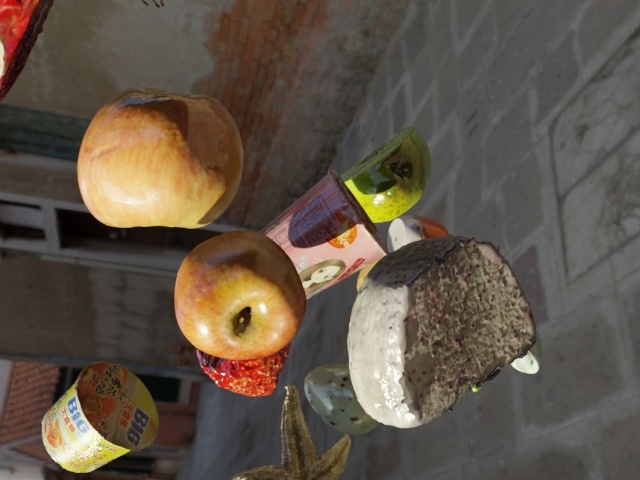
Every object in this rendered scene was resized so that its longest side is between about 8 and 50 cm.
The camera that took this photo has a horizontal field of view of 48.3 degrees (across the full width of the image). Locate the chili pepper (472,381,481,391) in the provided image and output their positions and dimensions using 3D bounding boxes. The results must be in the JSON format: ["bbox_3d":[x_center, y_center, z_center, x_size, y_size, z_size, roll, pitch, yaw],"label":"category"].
[{"bbox_3d":[0.389,0.366,1.886,0.091,0.030,0.034,36,89,32],"label":"chili pepper"}]

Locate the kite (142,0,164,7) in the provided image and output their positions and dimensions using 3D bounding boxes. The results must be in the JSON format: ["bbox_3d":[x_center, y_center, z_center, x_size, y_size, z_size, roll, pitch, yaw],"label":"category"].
[{"bbox_3d":[-0.448,-0.690,1.768,0.016,0.127,0.229,-6,104,39],"label":"kite"}]

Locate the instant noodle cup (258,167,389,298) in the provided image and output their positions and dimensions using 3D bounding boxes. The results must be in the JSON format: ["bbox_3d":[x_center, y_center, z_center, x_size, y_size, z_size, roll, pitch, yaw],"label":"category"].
[{"bbox_3d":[0.000,0.000,1.607,0.231,0.243,0.243,-35,25,8],"label":"instant noodle cup"}]

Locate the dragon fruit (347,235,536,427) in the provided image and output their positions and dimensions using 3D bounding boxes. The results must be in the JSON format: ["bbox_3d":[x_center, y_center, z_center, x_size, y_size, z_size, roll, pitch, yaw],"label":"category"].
[{"bbox_3d":[0.143,0.112,1.045,0.204,0.283,0.221,3,117,55],"label":"dragon fruit"}]

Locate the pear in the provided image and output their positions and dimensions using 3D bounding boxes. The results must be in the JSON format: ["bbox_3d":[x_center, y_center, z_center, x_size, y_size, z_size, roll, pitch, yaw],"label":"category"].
[{"bbox_3d":[0.194,-0.158,1.921,0.286,0.176,0.282,-37,9,5],"label":"pear"}]

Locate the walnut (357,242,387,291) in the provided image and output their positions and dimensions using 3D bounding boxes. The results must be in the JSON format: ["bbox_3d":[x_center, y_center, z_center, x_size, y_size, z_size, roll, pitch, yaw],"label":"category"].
[{"bbox_3d":[0.254,0.125,1.965,0.333,0.333,0.332,-171,90,-78],"label":"walnut"}]

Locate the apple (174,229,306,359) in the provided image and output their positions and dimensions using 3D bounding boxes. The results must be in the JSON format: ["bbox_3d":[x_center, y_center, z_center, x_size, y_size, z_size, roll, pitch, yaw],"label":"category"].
[{"bbox_3d":[-0.155,0.100,1.336,0.241,0.242,0.242,-137,56,-66],"label":"apple"}]

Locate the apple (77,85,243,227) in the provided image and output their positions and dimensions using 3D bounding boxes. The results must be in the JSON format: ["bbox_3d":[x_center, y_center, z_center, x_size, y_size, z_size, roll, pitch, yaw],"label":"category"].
[{"bbox_3d":[-0.385,-0.199,1.744,0.391,0.392,0.346,-147,62,-77],"label":"apple"}]

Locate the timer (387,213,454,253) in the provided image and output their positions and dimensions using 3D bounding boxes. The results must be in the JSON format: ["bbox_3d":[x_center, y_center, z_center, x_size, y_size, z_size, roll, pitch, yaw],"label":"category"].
[{"bbox_3d":[0.192,0.003,1.305,0.136,0.136,0.099,-111,26,-66],"label":"timer"}]

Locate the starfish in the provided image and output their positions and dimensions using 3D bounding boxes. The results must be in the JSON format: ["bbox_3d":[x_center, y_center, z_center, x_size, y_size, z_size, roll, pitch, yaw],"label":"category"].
[{"bbox_3d":[-0.055,0.328,0.973,0.247,0.138,0.050,-52,-2,-33],"label":"starfish"}]

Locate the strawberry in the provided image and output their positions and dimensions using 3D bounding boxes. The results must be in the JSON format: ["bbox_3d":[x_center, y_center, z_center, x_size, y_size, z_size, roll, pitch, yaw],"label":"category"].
[{"bbox_3d":[-0.195,0.301,1.891,0.257,0.257,0.276,-98,-11,-52],"label":"strawberry"}]

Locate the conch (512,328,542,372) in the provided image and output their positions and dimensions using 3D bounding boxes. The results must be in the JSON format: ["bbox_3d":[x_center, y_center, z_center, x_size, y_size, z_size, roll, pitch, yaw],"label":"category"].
[{"bbox_3d":[0.533,0.259,1.956,0.121,0.221,0.185,-39,-2,9],"label":"conch"}]

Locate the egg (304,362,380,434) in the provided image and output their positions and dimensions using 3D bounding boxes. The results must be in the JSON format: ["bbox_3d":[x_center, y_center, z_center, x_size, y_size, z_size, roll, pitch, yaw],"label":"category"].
[{"bbox_3d":[0.048,0.290,1.339,0.131,0.164,0.131,-54,-14,-20],"label":"egg"}]

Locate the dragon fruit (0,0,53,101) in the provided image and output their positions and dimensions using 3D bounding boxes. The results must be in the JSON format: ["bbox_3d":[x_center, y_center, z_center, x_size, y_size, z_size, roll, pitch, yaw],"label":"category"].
[{"bbox_3d":[-0.354,-0.253,0.747,0.262,0.163,0.189,-43,56,37],"label":"dragon fruit"}]

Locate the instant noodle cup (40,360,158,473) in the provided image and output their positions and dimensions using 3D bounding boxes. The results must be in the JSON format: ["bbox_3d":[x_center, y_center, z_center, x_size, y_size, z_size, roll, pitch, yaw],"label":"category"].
[{"bbox_3d":[-0.457,0.366,1.459,0.153,0.205,0.205,-36,34,21],"label":"instant noodle cup"}]
